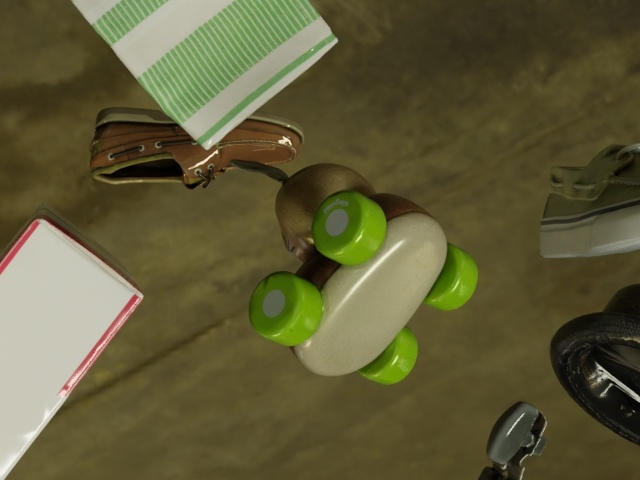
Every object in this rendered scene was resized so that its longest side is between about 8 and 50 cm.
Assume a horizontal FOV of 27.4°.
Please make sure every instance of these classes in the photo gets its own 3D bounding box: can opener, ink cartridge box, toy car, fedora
[{"bbox_3d":[0.254,0.367,1.968,0.093,0.074,0.280,22,94,-28],"label":"can opener"},{"bbox_3d":[-0.232,0.070,1.023,0.100,0.237,0.172,38,86,-11],"label":"ink cartridge box"},{"bbox_3d":[0.000,0.000,1.026,0.149,0.188,0.155,-52,139,10],"label":"toy car"},{"bbox_3d":[0.498,0.170,1.854,0.334,0.152,0.334,22,149,14],"label":"fedora"}]

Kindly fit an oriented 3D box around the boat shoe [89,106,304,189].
[{"bbox_3d":[-0.177,-0.120,1.878,0.307,0.104,0.111,0,152,7],"label":"boat shoe"}]

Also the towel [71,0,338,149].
[{"bbox_3d":[-0.157,-0.303,1.601,0.248,0.325,0.038,-42,-167,-16],"label":"towel"}]

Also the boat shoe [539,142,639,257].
[{"bbox_3d":[0.260,-0.037,1.135,0.109,0.094,0.302,-5,177,-15],"label":"boat shoe"}]
